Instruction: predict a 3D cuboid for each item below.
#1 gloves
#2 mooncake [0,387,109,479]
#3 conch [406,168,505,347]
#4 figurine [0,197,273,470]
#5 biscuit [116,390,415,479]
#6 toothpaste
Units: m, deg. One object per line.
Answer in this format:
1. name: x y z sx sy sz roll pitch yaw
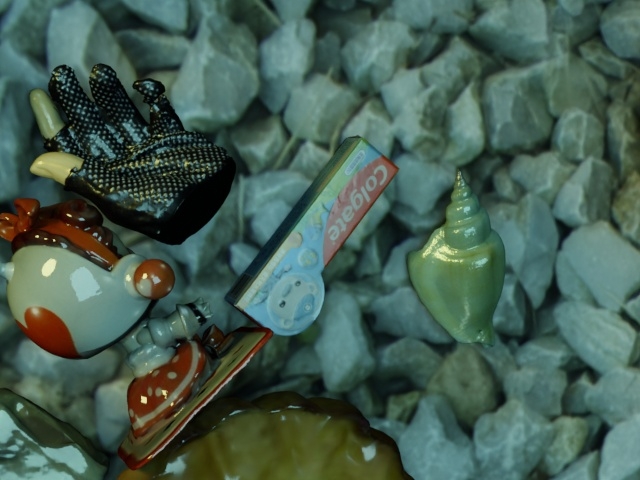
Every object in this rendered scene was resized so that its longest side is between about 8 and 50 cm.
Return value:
1. gloves: -0.176 -0.076 1.211 0.181 0.106 0.129 33 75 15
2. mooncake: -0.265 0.201 1.205 0.130 0.073 0.125 43 79 -15
3. conch: 0.131 0.021 1.304 0.088 0.065 0.180 -11 105 -16
4. figurine: -0.185 0.054 1.165 0.226 0.183 0.160 46 77 -7
5. biscuit: -0.061 0.281 1.234 0.326 0.107 0.325 -7 108 -22
6. toothpaste: 0.000 0.000 1.279 0.070 0.044 0.193 39 84 -15
